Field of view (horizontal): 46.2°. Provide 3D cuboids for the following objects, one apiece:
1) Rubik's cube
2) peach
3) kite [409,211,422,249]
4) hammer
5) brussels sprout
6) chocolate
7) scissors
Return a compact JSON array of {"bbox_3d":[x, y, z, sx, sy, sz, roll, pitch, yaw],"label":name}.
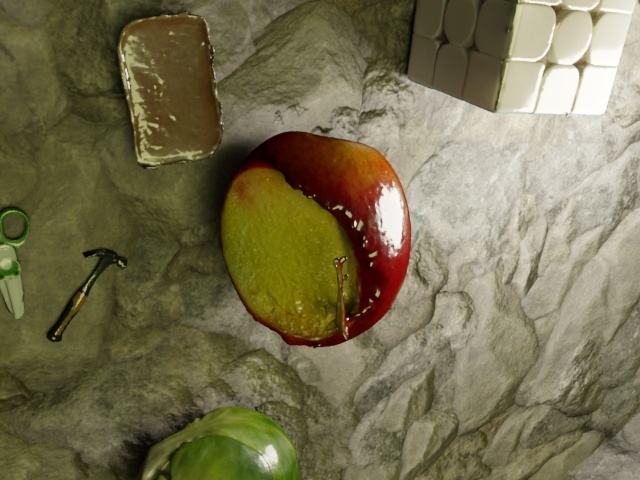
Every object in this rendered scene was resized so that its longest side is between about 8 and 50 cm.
[{"bbox_3d":[0.372,-0.413,1.419,0.292,0.290,0.291,-7,117,-29],"label":"Rubik's cube"},{"bbox_3d":[0.005,-0.020,1.386,0.310,0.335,0.406,-39,121,-49],"label":"peach"},{"bbox_3d":[0.121,-0.009,1.653,0.245,0.015,0.141,6,110,-36],"label":"kite"},{"bbox_3d":[-0.441,0.100,1.376,0.078,0.021,0.201,34,94,-38],"label":"hammer"},{"bbox_3d":[-0.219,0.513,1.563,0.355,0.281,0.289,8,109,-23],"label":"brussels sprout"},{"bbox_3d":[-0.250,-0.258,1.265,0.161,0.083,0.261,-5,117,-9],"label":"chocolate"},{"bbox_3d":[-0.539,0.044,1.285,0.101,0.027,0.204,-12,118,-24],"label":"scissors"}]
